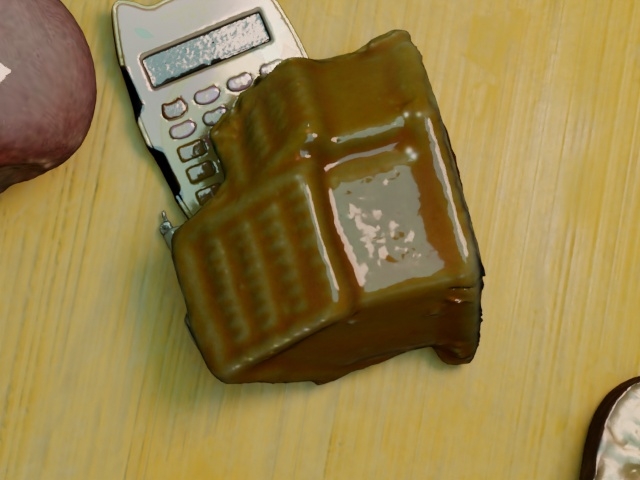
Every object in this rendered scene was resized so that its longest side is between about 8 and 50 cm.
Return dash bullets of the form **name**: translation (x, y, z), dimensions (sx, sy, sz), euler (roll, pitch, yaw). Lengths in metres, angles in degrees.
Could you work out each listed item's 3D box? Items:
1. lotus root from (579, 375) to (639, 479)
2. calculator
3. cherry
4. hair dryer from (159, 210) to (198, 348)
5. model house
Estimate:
- **lotus root**: translation (0.369, 0.272, 1.428), dimensions (0.390, 0.111, 0.375), euler (-37, 89, -7)
- **calculator**: translation (-0.077, -0.112, 1.434), dimensions (0.157, 0.033, 0.236), euler (-23, 91, -11)
- **cherry**: translation (-0.303, -0.133, 1.313), dimensions (0.239, 0.206, 0.239), euler (0, 95, -2)
- **hair dryer**: translation (-0.099, 0.028, 1.419), dimensions (0.063, 0.038, 0.124), euler (-27, 82, -12)
- **model house**: translation (-0.003, -0.009, 1.368), dimensions (0.239, 0.173, 0.268), euler (-15, 82, -7)
